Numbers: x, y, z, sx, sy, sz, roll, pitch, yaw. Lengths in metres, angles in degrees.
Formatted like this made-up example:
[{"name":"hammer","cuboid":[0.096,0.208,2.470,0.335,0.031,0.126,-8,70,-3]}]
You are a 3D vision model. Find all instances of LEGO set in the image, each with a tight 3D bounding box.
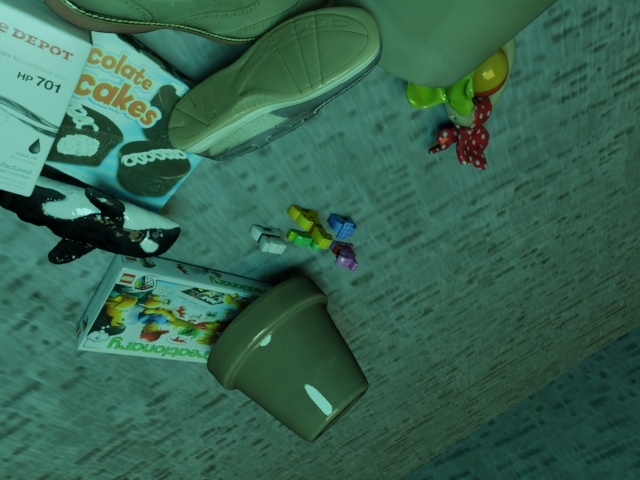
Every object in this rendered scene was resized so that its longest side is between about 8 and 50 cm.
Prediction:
[{"name":"LEGO set","cuboid":[0.000,0.000,0.907,0.227,0.093,0.087,10,123,-35]}]

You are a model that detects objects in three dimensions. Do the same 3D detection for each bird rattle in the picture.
[{"name":"bird rattle","cuboid":[0.252,-0.241,0.814,0.207,0.143,0.253,-54,137,0]}]

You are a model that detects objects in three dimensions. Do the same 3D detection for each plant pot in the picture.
[{"name":"plant pot","cuboid":[-0.041,0.235,0.937,0.263,0.229,0.263,-39,161,-16]},{"name":"plant pot","cuboid":[0.158,-0.339,0.563,0.322,0.323,0.280,1,142,-29]}]

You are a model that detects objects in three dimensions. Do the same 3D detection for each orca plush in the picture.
[{"name":"orca plush","cuboid":[-0.332,-0.020,0.651,0.287,0.151,0.102,25,75,-41]}]

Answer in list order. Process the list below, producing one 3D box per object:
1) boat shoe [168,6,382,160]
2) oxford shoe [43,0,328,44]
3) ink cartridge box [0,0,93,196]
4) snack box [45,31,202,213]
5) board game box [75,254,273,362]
[{"name":"boat shoe","cuboid":[-0.052,-0.176,0.609,0.285,0.103,0.092,-24,160,21]},{"name":"oxford shoe","cuboid":[-0.096,-0.277,0.526,0.348,0.130,0.123,-24,109,-36]},{"name":"ink cartridge box","cuboid":[-0.333,-0.158,0.507,0.139,0.082,0.191,18,120,-37]},{"name":"snack box","cuboid":[-0.288,-0.175,0.618,0.187,0.060,0.321,-46,134,14]},{"name":"board game box","cuboid":[-0.251,0.134,0.919,0.305,0.053,0.193,18,119,-38]}]
